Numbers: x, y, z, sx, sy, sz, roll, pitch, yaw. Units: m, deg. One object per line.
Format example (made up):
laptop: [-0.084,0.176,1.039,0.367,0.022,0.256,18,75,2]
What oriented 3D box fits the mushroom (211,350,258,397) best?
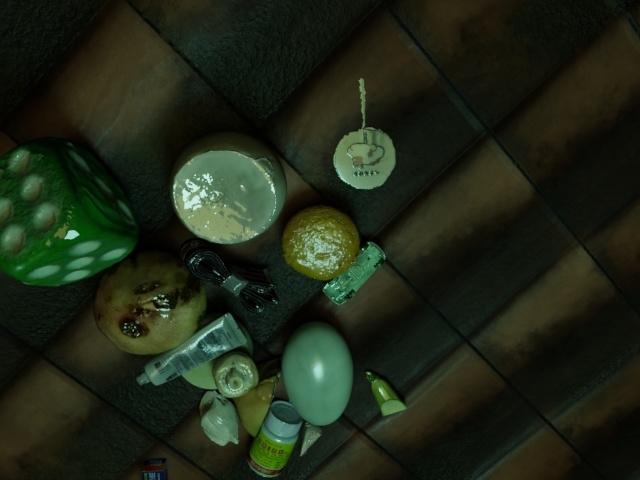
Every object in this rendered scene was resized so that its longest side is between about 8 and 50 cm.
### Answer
mushroom: [-0.259,0.409,1.607,0.147,0.112,0.148,-3,102,-12]

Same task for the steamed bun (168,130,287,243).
steamed bun: [-0.255,-0.148,1.474,0.324,0.206,0.325,-1,115,-1]

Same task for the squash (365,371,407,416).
squash: [0.218,0.532,1.822,0.090,0.075,0.200,-25,110,30]

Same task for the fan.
fan: [0.130,-0.310,1.565,0.190,0.009,0.329,-4,109,-4]

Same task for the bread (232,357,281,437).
bread: [-0.222,0.496,1.717,0.132,0.174,0.252,21,112,-5]

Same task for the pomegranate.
pomegranate: [-0.490,0.180,1.528,0.321,0.322,0.322,-2,109,-5]

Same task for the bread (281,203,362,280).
bread: [-0.002,0.000,1.587,0.239,0.139,0.240,-2,108,-5]

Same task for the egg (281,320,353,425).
egg: [-0.008,0.428,1.683,0.229,0.230,0.371,-5,115,-4]

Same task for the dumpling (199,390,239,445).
dumpling: [-0.346,0.603,1.772,0.136,0.118,0.199,-33,81,20]

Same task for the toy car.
toy car: [0.103,0.096,1.664,0.090,0.076,0.224,43,92,-16]

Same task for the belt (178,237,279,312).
belt: [-0.264,0.105,1.548,0.126,0.094,0.359,-44,134,11]

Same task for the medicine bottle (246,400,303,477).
medicine bottle: [-0.153,0.673,1.795,0.139,0.139,0.226,19,106,-12]

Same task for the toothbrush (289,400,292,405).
toothbrush: [-0.106,0.500,1.809,0.019,0.013,0.193,-10,110,-9]

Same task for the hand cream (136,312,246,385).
hand cream: [-0.399,0.341,1.599,0.340,0.078,0.124,-28,114,-5]

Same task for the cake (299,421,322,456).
cake: [-0.053,0.701,1.865,0.065,0.052,0.121,32,103,-20]

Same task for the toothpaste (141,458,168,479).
toothpaste: [-0.580,0.925,1.877,0.076,0.066,0.321,0,108,-6]

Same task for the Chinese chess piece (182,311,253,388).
Chinese chess piece: [-0.341,0.351,1.689,0.250,0.101,0.251,-2,109,-5]

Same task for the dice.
dice: [-0.676,-0.066,1.369,0.287,0.300,0.297,-30,77,4]
